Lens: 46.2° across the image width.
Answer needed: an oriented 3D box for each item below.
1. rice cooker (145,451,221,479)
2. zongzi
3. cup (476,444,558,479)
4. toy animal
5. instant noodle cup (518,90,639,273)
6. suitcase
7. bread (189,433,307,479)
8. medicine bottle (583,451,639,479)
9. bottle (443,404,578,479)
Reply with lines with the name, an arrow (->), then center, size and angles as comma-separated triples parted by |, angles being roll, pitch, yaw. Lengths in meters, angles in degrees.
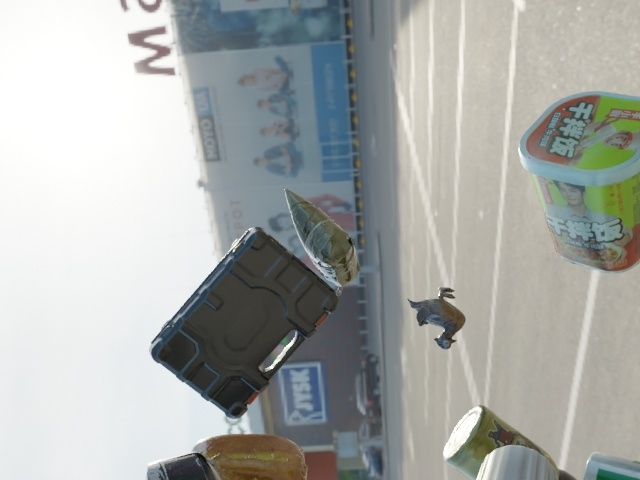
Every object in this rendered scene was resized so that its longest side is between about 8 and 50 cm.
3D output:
rice cooker -> -0.165, 0.335, 0.924 | 0.165, 0.106, 0.112 | 37, 131, 51
zongzi -> 0.000, 0.000, 1.424 | 0.178, 0.081, 0.189 | 50, 172, 25
cup -> 0.348, 0.512, 1.374 | 0.202, 0.166, 0.221 | -44, -34, -62
toy animal -> 0.337, 0.229, 2.232 | 0.089, 0.188, 0.179 | 58, -135, -62
instant noodle cup -> 0.592, -0.112, 1.593 | 0.294, 0.293, 0.308 | -91, -19, -50
suitcase -> -0.129, 0.141, 1.278 | 0.206, 0.285, 0.066 | 42, 179, -16
bread -> -0.175, 0.556, 1.775 | 0.204, 0.288, 0.156 | -98, 14, -63
medicine bottle -> 0.651, 0.485, 1.454 | 0.095, 0.260, 0.095 | -8, -79, -49
bottle -> 0.492, 0.569, 1.845 | 0.171, 0.351, 0.171 | -56, -2, -3
